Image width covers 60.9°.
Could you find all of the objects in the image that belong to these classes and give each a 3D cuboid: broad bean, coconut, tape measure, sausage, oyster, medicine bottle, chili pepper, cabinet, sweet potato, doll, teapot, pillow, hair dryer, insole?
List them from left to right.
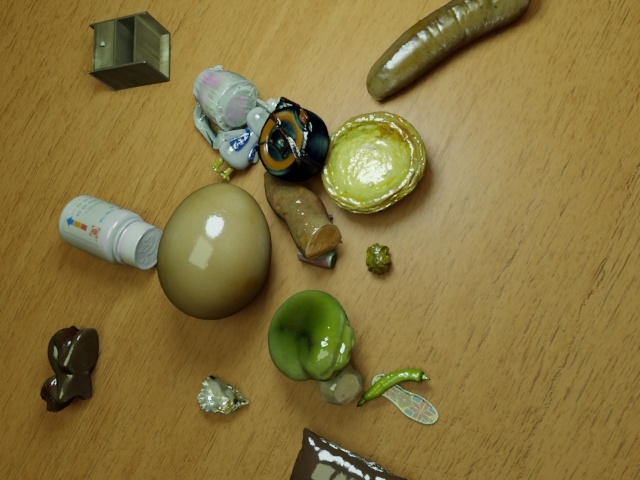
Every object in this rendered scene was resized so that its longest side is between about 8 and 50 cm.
[{"bbox_3d":[-0.632,-0.021,1.658,0.293,0.170,0.170,20,87,20],"label":"medicine bottle"},{"bbox_3d":[-0.619,-0.608,1.761,0.215,0.148,0.175,-5,80,17],"label":"cabinet"},{"bbox_3d":[-0.287,0.437,1.546,0.146,0.045,0.121,-30,77,18],"label":"oyster"},{"bbox_3d":[-0.294,-0.413,1.653,0.163,0.221,0.178,-32,57,-31],"label":"teapot"},{"bbox_3d":[-0.203,-0.305,1.602,0.293,0.138,0.119,-48,38,2],"label":"doll"},{"bbox_3d":[-0.079,-0.266,1.482,0.223,0.135,0.202,45,115,38],"label":"tape measure"},{"bbox_3d":[-0.068,-0.100,1.522,0.131,0.131,0.336,-39,58,7],"label":"sweet potato"},{"bbox_3d":[-0.029,0.251,1.420,0.238,0.119,0.291,-47,41,5],"label":"broad bean"},{"bbox_3d":[0.007,-0.001,1.537,0.106,0.054,0.154,14,75,23],"label":"hair dryer"},{"bbox_3d":[0.040,0.681,1.379,0.308,0.108,0.305,21,92,21],"label":"pillow"},{"bbox_3d":[0.048,0.378,1.422,0.110,0.110,0.124,39,90,18],"label":"coconut"},{"bbox_3d":[0.181,0.372,1.417,0.208,0.043,0.049,-24,99,15],"label":"chili pepper"},{"bbox_3d":[0.218,0.414,1.420,0.193,0.006,0.065,32,91,18],"label":"insole"},{"bbox_3d":[0.335,-0.561,1.486,0.501,0.123,0.136,-30,103,10],"label":"sausage"}]

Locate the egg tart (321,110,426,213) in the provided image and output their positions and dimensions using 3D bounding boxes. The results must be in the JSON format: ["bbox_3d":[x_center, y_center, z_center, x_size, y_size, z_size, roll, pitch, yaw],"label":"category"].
[{"bbox_3d":[0.145,-0.208,1.485,0.294,0.123,0.294,-2,83,17],"label":"egg tart"}]

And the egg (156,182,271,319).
[{"bbox_3d":[-0.281,0.029,1.478,0.301,0.301,0.374,15,79,18],"label":"egg"}]

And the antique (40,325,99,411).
[{"bbox_3d":[-0.776,0.390,1.663,0.143,0.121,0.257,1,81,24],"label":"antique"}]

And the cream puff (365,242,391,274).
[{"bbox_3d":[0.154,0.049,1.471,0.083,0.058,0.083,28,91,21],"label":"cream puff"}]
